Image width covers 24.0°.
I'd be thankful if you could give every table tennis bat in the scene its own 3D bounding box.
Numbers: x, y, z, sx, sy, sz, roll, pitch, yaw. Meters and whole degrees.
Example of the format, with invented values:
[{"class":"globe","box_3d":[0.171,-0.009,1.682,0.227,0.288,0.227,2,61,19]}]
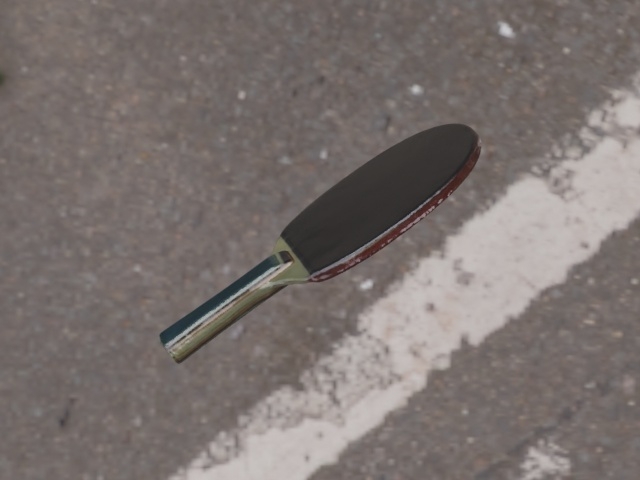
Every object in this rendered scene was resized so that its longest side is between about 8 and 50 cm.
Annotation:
[{"class":"table tennis bat","box_3d":[0.000,0.000,1.088,0.274,0.021,0.154,-36,19,-1]}]
